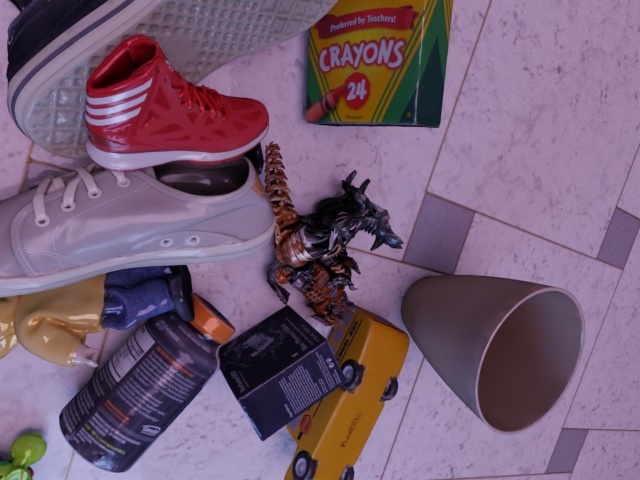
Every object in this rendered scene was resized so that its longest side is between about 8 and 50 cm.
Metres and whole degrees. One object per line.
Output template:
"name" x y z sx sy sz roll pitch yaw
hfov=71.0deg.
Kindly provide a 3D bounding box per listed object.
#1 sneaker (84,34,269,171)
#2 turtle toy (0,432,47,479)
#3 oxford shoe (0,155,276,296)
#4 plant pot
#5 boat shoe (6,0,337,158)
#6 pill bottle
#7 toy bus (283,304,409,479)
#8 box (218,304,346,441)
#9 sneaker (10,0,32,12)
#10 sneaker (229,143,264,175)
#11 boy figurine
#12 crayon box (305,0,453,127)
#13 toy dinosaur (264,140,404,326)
"sneaker" -0.143 -0.153 0.496 0.221 0.087 0.128 -25 156 -34
"turtle toy" -0.435 0.330 0.619 0.130 0.066 0.095 -49 121 -9
"oxford shoe" -0.270 -0.035 0.535 0.448 0.169 0.130 -8 126 -21
"plant pot" 0.283 0.166 0.840 0.256 0.274 0.257 -8 107 -27
"boat shoe" -0.148 -0.296 0.529 0.500 0.156 0.187 -37 157 -4
"pill bottle" -0.237 0.194 0.652 0.246 0.130 0.130 -47 119 -9
"toy bus" 0.038 0.295 0.826 0.108 0.130 0.333 27 90 -32
"box" -0.071 0.205 0.729 0.158 0.156 0.093 -31 115 -18
"sneaker" -0.370 -0.335 0.490 0.170 0.051 0.089 41 77 -33
"sneaker" -0.128 -0.092 0.663 0.058 0.084 0.152 15 96 -30
"boy figurine" -0.312 0.090 0.574 0.285 0.177 0.092 -15 138 -12
"crayon box" 0.081 -0.328 0.643 0.081 0.202 0.319 -11 108 -48
"toy dinosaur" 0.000 0.000 0.728 0.218 0.164 0.322 -27 137 -2
